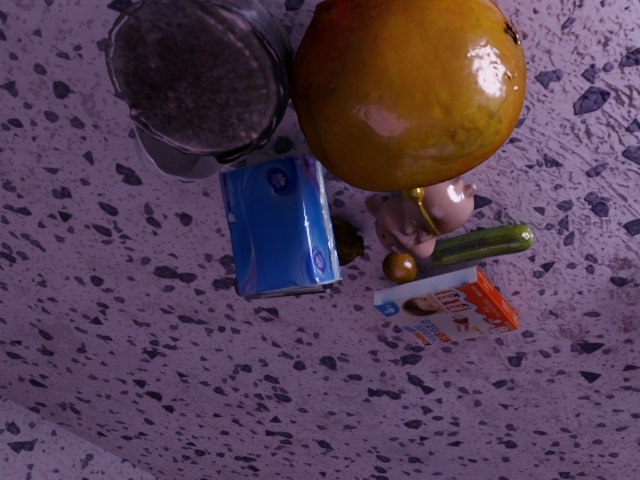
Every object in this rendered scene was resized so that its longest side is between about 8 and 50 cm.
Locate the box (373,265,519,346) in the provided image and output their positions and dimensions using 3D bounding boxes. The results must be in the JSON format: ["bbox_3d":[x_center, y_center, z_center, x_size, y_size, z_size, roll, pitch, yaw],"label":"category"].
[{"bbox_3d":[0.306,0.170,1.524,0.265,0.048,0.273,-17,142,30],"label":"box"}]

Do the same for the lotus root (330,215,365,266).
[{"bbox_3d":[0.000,0.000,1.415,0.209,0.120,0.120,15,137,-2],"label":"lotus root"}]

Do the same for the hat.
[{"bbox_3d":[-0.297,-0.197,1.276,0.203,0.203,0.126,39,150,-24],"label":"hat"}]

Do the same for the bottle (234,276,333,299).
[{"bbox_3d":[-0.091,0.102,1.583,0.253,0.079,0.096,-7,171,20],"label":"bottle"}]

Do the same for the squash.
[{"bbox_3d":[0.349,0.011,1.372,0.229,0.066,0.066,-14,130,27],"label":"squash"}]

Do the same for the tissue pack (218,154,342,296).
[{"bbox_3d":[-0.085,-0.028,1.302,0.198,0.146,0.263,-10,87,25],"label":"tissue pack"}]

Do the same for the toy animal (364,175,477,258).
[{"bbox_3d":[0.209,-0.060,1.285,0.165,0.149,0.248,47,137,-9],"label":"toy animal"}]

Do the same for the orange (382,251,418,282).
[{"bbox_3d":[0.185,0.063,1.462,0.085,0.085,0.085,8,136,7],"label":"orange"}]

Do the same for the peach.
[{"bbox_3d":[0.131,-0.238,0.990,0.372,0.290,0.373,-6,149,-4],"label":"peach"}]

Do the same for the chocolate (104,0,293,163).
[{"bbox_3d":[-0.182,-0.315,1.071,0.303,0.213,0.303,7,135,7],"label":"chocolate"}]
